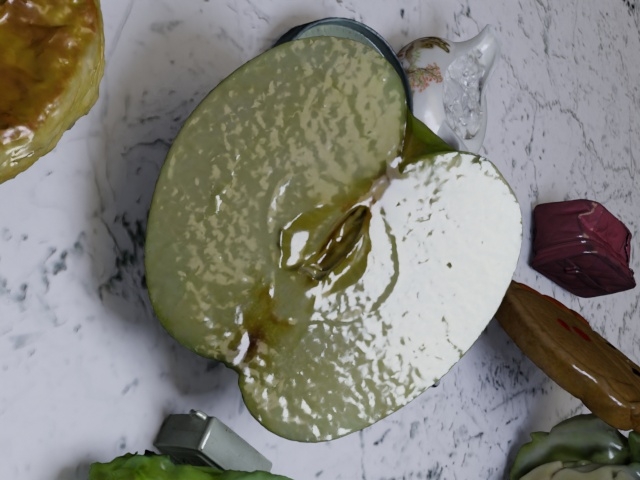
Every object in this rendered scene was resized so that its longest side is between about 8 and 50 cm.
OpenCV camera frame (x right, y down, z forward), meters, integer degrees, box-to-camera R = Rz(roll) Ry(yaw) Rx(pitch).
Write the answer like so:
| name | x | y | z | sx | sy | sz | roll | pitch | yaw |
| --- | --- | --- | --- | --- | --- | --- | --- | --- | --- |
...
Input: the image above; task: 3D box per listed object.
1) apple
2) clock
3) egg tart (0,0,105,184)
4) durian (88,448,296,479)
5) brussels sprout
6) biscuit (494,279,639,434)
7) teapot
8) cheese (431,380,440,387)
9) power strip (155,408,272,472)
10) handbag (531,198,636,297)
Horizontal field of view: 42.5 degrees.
| name | x | y | z | sx | sy | sz | roll | pitch | yaw |
| --- | --- | --- | --- | --- | --- | --- | --- | --- | --- |
| apple | 0.000 | 0.000 | 0.857 | 0.360 | 0.320 | 0.311 | -49 | 149 | -7 |
| clock | 0.026 | -0.177 | 1.067 | 0.226 | 0.049 | 0.226 | 1 | 88 | -35 |
| egg tart | -0.325 | -0.184 | 0.637 | 0.341 | 0.132 | 0.341 | 10 | 77 | -49 |
| durian | -0.063 | 0.342 | 0.795 | 0.339 | 0.256 | 0.204 | 64 | 29 | -42 |
| brussels sprout | 0.459 | 0.531 | 1.295 | 0.425 | 0.342 | 0.361 | -55 | 128 | -34 |
| biscuit | 0.434 | 0.192 | 1.343 | 0.381 | 0.359 | 0.074 | 25 | 110 | -29 |
| teapot | 0.179 | -0.190 | 1.214 | 0.204 | 0.139 | 0.298 | 39 | 57 | -42 |
| cheese | 0.180 | 0.133 | 1.243 | 0.092 | 0.048 | 0.171 | 1 | 85 | -46 |
| power strip | -0.100 | 0.242 | 0.887 | 0.175 | 0.075 | 0.042 | 48 | 50 | -33 |
| handbag | 0.494 | 0.019 | 1.546 | 0.225 | 0.146 | 0.135 | 31 | 58 | -42 |
